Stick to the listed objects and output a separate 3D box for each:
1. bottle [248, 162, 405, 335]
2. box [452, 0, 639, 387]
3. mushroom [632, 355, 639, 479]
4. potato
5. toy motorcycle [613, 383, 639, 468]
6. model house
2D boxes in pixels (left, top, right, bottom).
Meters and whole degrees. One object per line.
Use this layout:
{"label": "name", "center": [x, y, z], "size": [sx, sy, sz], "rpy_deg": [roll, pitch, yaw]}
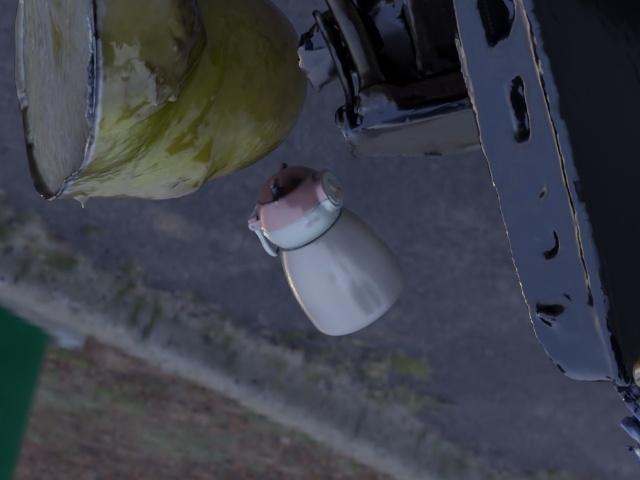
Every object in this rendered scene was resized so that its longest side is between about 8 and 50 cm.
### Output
{"label": "bottle", "center": [0.000, 0.000, 2.028], "size": [0.147, 0.147, 0.236], "rpy_deg": [-11, 122, 43]}
{"label": "box", "center": [0.203, -0.086, 0.913], "size": [0.073, 0.290, 0.289], "rpy_deg": [-7, -167, 45]}
{"label": "mushroom", "center": [0.200, 0.176, 0.758], "size": [0.096, 0.247, 0.108], "rpy_deg": [-6, 170, 40]}
{"label": "potato", "center": [-0.132, -0.190, 1.446], "size": [0.296, 0.290, 0.397], "rpy_deg": [-5, 165, -23]}
{"label": "toy motorcycle", "center": [0.347, 0.223, 1.243], "size": [0.239, 0.108, 0.204], "rpy_deg": [30, -173, -17]}
{"label": "model house", "center": [0.105, -0.226, 1.261], "size": [0.317, 0.283, 0.297], "rpy_deg": [-13, 174, -14]}
